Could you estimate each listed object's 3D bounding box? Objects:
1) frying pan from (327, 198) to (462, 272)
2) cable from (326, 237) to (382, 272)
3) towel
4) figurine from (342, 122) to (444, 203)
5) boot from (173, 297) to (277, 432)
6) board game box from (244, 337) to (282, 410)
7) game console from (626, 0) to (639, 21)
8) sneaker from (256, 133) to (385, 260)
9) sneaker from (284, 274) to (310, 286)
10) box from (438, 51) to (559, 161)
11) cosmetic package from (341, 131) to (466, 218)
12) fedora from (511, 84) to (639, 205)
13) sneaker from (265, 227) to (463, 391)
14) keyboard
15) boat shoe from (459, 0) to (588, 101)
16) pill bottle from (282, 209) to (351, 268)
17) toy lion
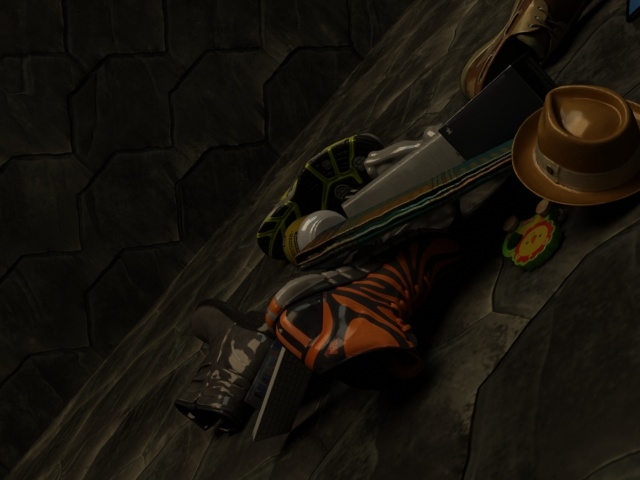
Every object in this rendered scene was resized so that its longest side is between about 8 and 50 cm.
[{"bbox_3d":[0.106,0.044,1.510,0.326,0.053,0.197,-39,15,30],"label":"frying pan"},{"bbox_3d":[0.050,0.054,1.722,0.150,0.047,0.184,-45,16,33],"label":"cable"},{"bbox_3d":[0.150,-0.059,1.352,0.370,0.040,0.271,-26,3,12],"label":"towel"},{"bbox_3d":[0.171,-0.137,1.812,0.209,0.092,0.215,-27,23,39],"label":"figurine"},{"bbox_3d":[-0.203,0.231,1.761,0.222,0.118,0.338,-53,23,-20],"label":"boot"},{"bbox_3d":[-0.046,0.184,1.504,0.194,0.060,0.194,-61,-5,39],"label":"board game box"},{"bbox_3d":[0.523,-0.431,1.532,0.071,0.107,0.122,-9,31,23],"label":"game console"},{"bbox_3d":[-0.005,-0.121,2.183,0.385,0.145,0.147,-40,15,25],"label":"sneaker"},{"bbox_3d":[-0.054,0.116,1.847,0.061,0.054,0.152,-35,17,36],"label":"sneaker"},{"bbox_3d":[0.290,-0.209,1.512,0.156,0.093,0.158,-42,-1,28],"label":"box"},{"bbox_3d":[0.149,-0.096,1.621,0.231,0.085,0.117,-35,4,2],"label":"cosmetic package"},{"bbox_3d":[0.314,-0.128,1.114,0.194,0.079,0.194,-12,46,13],"label":"fedora"},{"bbox_3d":[0.101,0.103,1.254,0.321,0.180,0.124,-24,-41,-28],"label":"sneaker"},{"bbox_3d":[-0.035,0.183,1.348,0.014,0.072,0.256,45,126,42],"label":"keyboard"},{"bbox_3d":[0.388,-0.367,1.712,0.324,0.123,0.120,-53,16,16],"label":"boat shoe"},{"bbox_3d":[0.000,0.000,1.688,0.103,0.103,0.184,-51,9,-13],"label":"pill bottle"},{"bbox_3d":[0.267,0.000,1.194,0.100,0.034,0.096,-31,29,52],"label":"toy lion"}]
